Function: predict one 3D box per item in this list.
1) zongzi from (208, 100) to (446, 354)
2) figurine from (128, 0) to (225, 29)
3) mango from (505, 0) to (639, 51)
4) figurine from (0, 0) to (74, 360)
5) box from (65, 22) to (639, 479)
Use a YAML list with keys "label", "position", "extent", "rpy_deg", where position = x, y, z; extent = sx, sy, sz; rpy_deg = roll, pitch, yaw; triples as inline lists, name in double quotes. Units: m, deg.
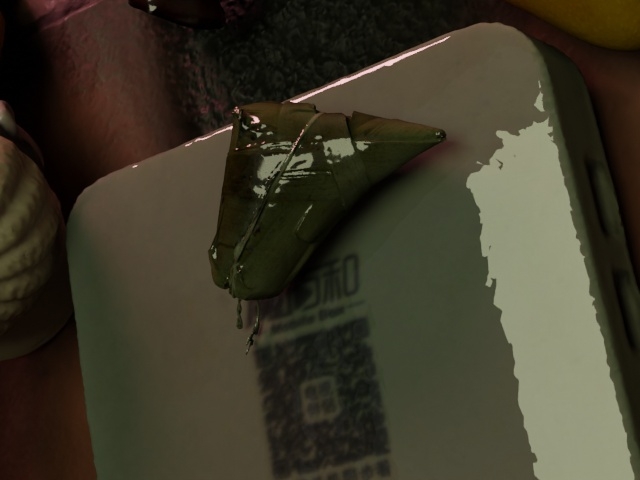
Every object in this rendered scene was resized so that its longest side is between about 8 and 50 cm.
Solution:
- label: "zongzi"
  position: [0.000, 0.000, 0.843]
  extent: [0.130, 0.062, 0.154]
  rpy_deg: [11, 92, 22]
- label: "figurine"
  position: [-0.033, -0.326, 0.974]
  extent: [0.218, 0.206, 0.365]
  rpy_deg: [-131, 44, -58]
- label: "mango"
  position: [0.120, -0.208, 0.870]
  extent: [0.138, 0.113, 0.253]
  rpy_deg: [-40, 70, 15]
- label: "figurine"
  position: [-0.289, -0.071, 1.049]
  extent: [0.185, 0.204, 0.332]
  rpy_deg: [-35, 64, 25]
- label: "box"
  position: [0.020, 0.088, 0.895]
  extent: [0.367, 0.090, 0.373]
  rpy_deg: [-19, 71, 28]
